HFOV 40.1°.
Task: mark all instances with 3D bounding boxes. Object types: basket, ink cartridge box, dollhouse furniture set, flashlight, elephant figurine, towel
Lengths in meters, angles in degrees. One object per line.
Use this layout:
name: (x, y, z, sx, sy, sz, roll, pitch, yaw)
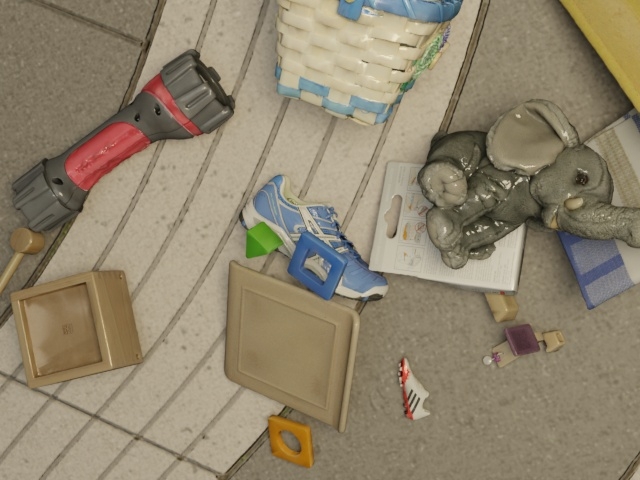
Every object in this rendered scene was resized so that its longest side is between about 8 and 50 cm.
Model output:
basket: (0.061, -0.294, 0.972, 0.201, 0.255, 0.289, 14, 117, 10)
ink cartridge box: (0.160, -0.016, 1.071, 0.179, 0.045, 0.146, 7, 81, 21)
dollhouse furniture set: (0.231, 0.099, 1.100, 0.081, 0.090, 0.114, -45, 58, 50)
flashlight: (-0.254, -0.116, 1.115, 0.304, 0.103, 0.103, -34, 84, 10)
elephant figurine: (0.238, -0.062, 0.954, 0.239, 0.169, 0.186, -15, 89, 20)
towel: (0.381, -0.072, 0.947, 0.285, 0.034, 0.209, -35, 45, 28)

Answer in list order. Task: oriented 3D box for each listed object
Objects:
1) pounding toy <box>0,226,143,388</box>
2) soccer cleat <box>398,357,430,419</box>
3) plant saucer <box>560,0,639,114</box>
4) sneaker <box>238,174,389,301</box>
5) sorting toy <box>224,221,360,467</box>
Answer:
pounding toy: (-0.350, 0.083, 1.163, 0.181, 0.094, 0.206, -15, 84, 16)
soccer cleat: (0.120, 0.188, 1.120, 0.035, 0.029, 0.083, -9, 97, 2)
plant saucer: (0.422, -0.308, 0.896, 0.333, 0.081, 0.333, -44, 53, 32)
sneaker: (0.000, 0.000, 1.093, 0.211, 0.080, 0.081, 35, 104, 4)
sorting toy: (-0.035, 0.128, 1.094, 0.195, 0.047, 0.348, 22, 124, 25)
